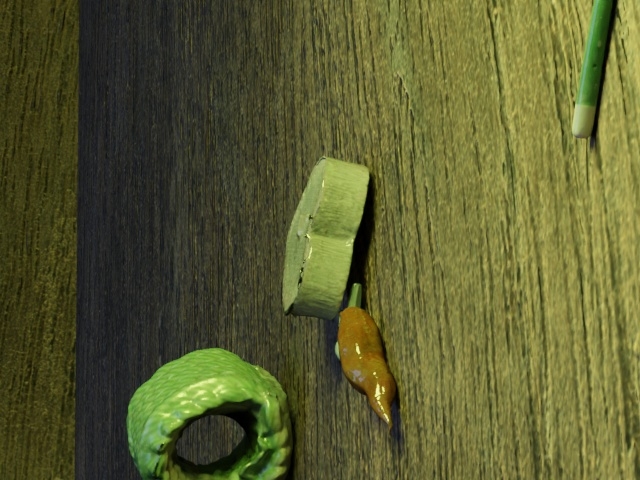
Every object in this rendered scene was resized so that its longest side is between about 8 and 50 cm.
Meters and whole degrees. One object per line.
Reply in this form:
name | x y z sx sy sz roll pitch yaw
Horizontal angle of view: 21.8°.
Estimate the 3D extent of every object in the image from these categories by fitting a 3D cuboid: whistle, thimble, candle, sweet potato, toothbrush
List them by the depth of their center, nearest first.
toothbrush | 0.234 -0.210 1.364 0.024 0.018 0.257 -135 51 -72
sweet potato | 0.054 0.143 1.831 0.195 0.056 0.056 -113 31 -47
whistle | 0.036 0.099 1.919 0.035 0.035 0.100 -167 83 -73
candle | 0.000 0.000 1.966 0.168 0.068 0.192 179 106 -80
thimble | -0.139 0.256 2.179 0.150 0.219 0.219 -135 51 -66
